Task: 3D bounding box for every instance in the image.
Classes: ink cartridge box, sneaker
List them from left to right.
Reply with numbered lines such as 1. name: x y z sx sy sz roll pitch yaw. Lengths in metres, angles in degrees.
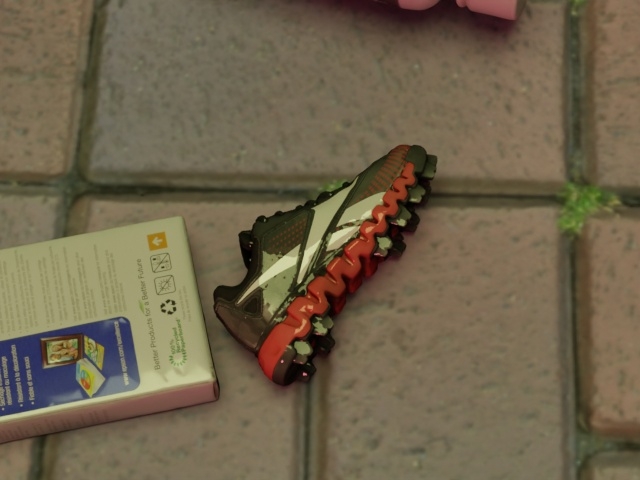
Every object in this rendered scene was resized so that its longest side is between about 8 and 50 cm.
1. ink cartridge box: -0.292 0.097 1.753 0.371 0.069 0.175 -10 65 -6
2. sneaker: 0.000 0.000 1.770 0.135 0.097 0.276 34 71 14

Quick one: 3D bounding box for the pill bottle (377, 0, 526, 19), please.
1. pill bottle: 0.045 -0.348 1.876 0.361 0.204 0.204 15 66 9
